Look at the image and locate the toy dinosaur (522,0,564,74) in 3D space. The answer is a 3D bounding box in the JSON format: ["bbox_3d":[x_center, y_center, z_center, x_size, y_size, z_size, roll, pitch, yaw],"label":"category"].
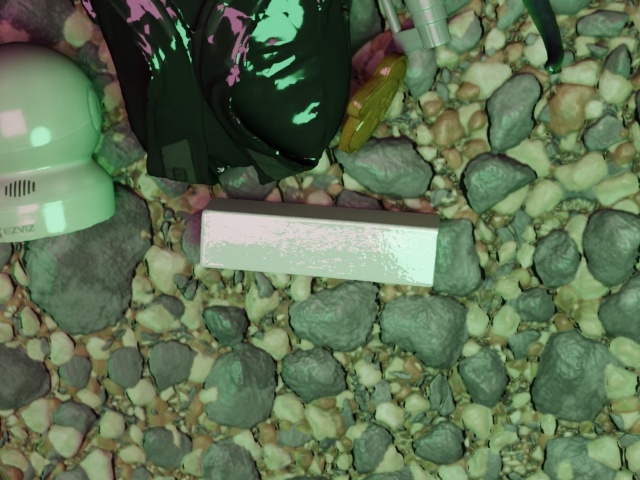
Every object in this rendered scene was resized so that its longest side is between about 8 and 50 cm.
[{"bbox_3d":[0.151,-0.450,1.291,0.144,0.500,0.374,-25,136,20],"label":"toy dinosaur"}]

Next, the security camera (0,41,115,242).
[{"bbox_3d":[-0.363,-0.127,1.543,0.195,0.194,0.236,-9,102,8],"label":"security camera"}]

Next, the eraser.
[{"bbox_3d":[0.000,0.001,1.593,0.298,0.076,0.078,5,106,5],"label":"eraser"}]

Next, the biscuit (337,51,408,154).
[{"bbox_3d":[0.064,-0.165,1.521,0.023,0.118,0.140,33,108,13],"label":"biscuit"}]

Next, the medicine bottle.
[{"bbox_3d":[0.097,-0.338,1.506,0.092,0.061,0.220,-10,105,34],"label":"medicine bottle"}]

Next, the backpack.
[{"bbox_3d":[-0.117,-0.272,1.440,0.363,0.255,0.445,-4,121,15],"label":"backpack"}]
